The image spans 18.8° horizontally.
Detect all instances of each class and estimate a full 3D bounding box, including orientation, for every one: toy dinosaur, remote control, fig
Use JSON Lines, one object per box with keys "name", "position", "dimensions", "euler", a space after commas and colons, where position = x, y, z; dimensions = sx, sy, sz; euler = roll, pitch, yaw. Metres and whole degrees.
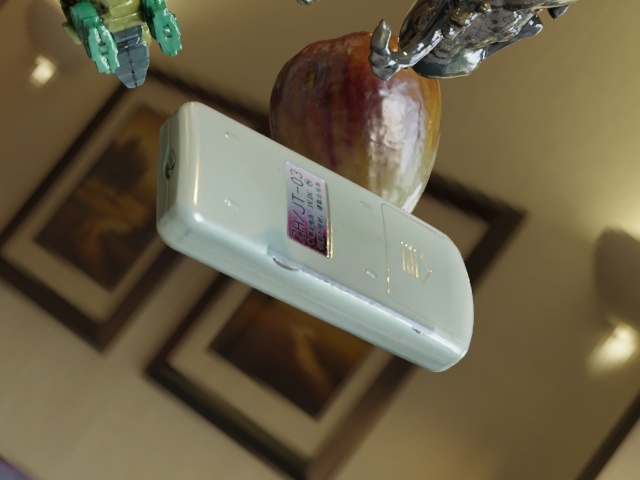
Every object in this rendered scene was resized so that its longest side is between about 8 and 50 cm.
{"name": "toy dinosaur", "position": [-0.183, -0.241, 1.602], "dimensions": [0.153, 0.094, 0.259], "euler": [-133, -154, -63]}
{"name": "remote control", "position": [0.000, 0.000, 1.529], "dimensions": [0.296, 0.056, 0.140], "euler": [27, 42, -29]}
{"name": "fig", "position": [0.044, -0.060, 1.829], "dimensions": [0.170, 0.274, 0.145], "euler": [-16, -18, 25]}

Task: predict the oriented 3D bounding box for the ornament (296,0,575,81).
{"name": "ornament", "position": [0.072, -0.155, 1.306], "dimensions": [0.202, 0.236, 0.080], "euler": [-31, -95, 42]}
